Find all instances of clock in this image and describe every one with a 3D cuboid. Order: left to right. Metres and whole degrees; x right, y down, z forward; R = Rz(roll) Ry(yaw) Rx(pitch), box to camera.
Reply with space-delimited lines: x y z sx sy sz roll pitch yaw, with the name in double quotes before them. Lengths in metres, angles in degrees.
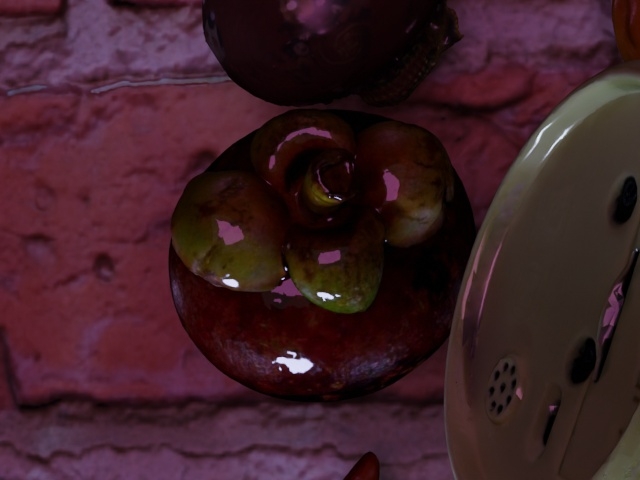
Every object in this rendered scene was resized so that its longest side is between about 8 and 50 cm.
"clock" 0.161 0.043 0.706 0.117 0.348 0.286 17 91 -17

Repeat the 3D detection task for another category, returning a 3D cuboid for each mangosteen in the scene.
"mangosteen" 0.000 0.000 0.828 0.199 0.200 0.200 -1 86 12

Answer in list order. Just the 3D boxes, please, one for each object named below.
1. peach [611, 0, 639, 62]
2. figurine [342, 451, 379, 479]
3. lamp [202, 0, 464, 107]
"peach" 0.217 -0.128 0.851 0.100 0.101 0.101 -1 86 12
"figurine" 0.029 0.179 0.877 0.071 0.067 0.083 39 135 -2
"lamp" 0.010 -0.140 0.873 0.157 0.156 0.135 -27 121 16
